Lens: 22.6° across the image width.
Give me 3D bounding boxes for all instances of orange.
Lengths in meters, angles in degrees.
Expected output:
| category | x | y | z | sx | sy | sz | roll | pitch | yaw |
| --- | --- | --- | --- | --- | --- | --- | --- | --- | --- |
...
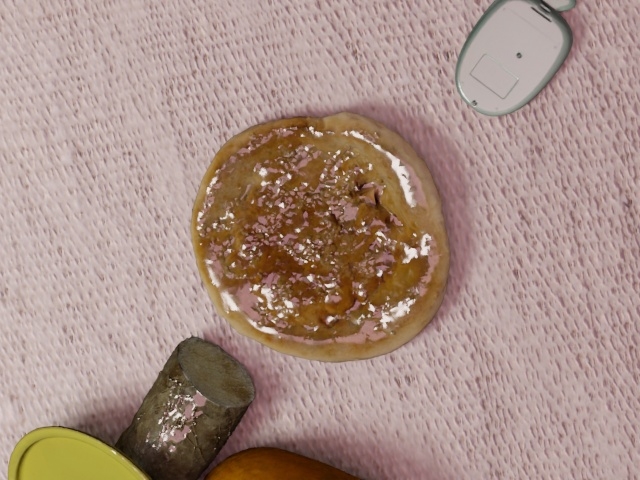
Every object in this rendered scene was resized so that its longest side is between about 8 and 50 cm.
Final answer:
| category | x | y | z | sx | sy | sz | roll | pitch | yaw |
| --- | --- | --- | --- | --- | --- | --- | --- | --- | --- |
| orange | -0.027 | 0.309 | 1.617 | 0.237 | 0.158 | 0.179 | 22 | 82 | 10 |

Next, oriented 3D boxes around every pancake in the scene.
| category | x | y | z | sx | sy | sz | roll | pitch | yaw |
| --- | --- | --- | --- | --- | --- | --- | --- | --- | --- |
| pancake | 0.000 | -0.001 | 1.649 | 0.282 | 0.049 | 0.283 | 1 | 94 | 11 |

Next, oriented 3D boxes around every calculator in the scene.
| category | x | y | z | sx | sy | sz | roll | pitch | yaw |
| --- | --- | --- | --- | --- | --- | --- | --- | --- | --- |
| calculator | 0.198 | -0.195 | 1.617 | 0.095 | 0.021 | 0.153 | 38 | 102 | 3 |

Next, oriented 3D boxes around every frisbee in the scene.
| category | x | y | z | sx | sy | sz | roll | pitch | yaw |
| --- | --- | --- | --- | --- | --- | --- | --- | --- | --- |
| frisbee | -0.229 | 0.290 | 1.657 | 0.236 | 0.017 | 0.236 | 18 | 125 | 26 |

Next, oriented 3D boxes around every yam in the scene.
| category | x | y | z | sx | sy | sz | roll | pitch | yaw |
| --- | --- | --- | --- | --- | --- | --- | --- | --- | --- |
| yam | -0.150 | 0.200 | 1.659 | 0.107 | 0.107 | 0.183 | 35 | 99 | 4 |
